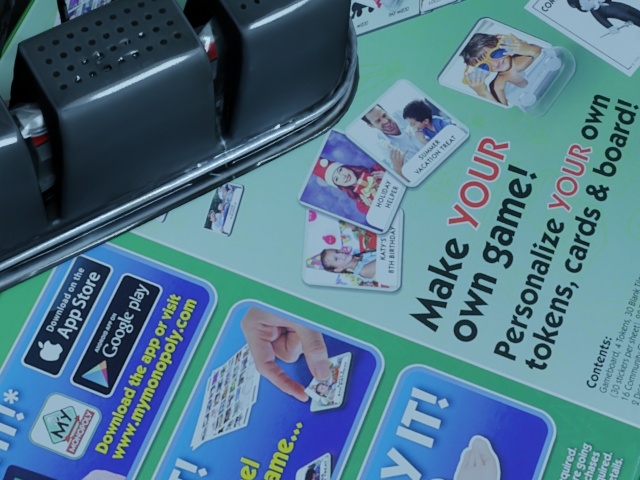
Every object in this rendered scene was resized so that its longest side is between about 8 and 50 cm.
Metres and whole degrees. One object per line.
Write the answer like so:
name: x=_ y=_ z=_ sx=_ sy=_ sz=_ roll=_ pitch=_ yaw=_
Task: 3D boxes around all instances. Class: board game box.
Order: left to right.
board game box: x=0.000 y=0.000 z=0.493 sx=0.213 sy=0.046 sz=0.317 roll=21 pitch=63 yaw=7

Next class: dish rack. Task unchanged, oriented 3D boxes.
dish rack: x=-0.130 y=-0.119 z=0.457 sx=0.208 sy=0.074 sz=0.271 roll=-26 pitch=76 yaw=-19
